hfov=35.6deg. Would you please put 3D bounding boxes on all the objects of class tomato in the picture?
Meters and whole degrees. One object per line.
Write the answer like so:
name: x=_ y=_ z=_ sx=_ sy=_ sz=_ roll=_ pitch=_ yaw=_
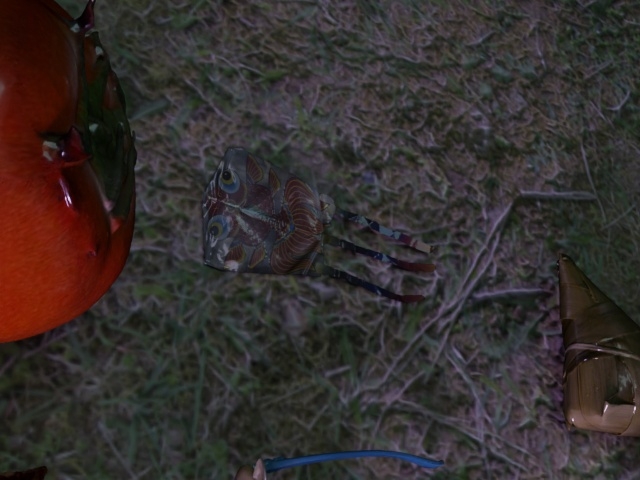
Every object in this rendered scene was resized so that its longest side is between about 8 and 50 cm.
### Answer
tomato: x=-0.235 y=-0.057 z=0.675 sx=0.225 sy=0.256 sz=0.255 roll=-14 pitch=72 yaw=-2

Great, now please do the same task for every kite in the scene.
kite: x=-0.001 y=0.001 z=0.909 sx=0.229 sy=0.016 sz=0.127 roll=21 pitch=62 yaw=-13

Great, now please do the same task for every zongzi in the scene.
zongzi: x=0.304 y=0.107 z=0.973 sx=0.160 sy=0.078 sz=0.176 roll=15 pitch=57 yaw=-26

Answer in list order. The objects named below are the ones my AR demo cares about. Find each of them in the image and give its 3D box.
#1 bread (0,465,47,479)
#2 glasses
bread: x=-0.313 y=0.173 z=0.631 sx=0.269 sy=0.095 sz=0.139 roll=-19 pitch=78 yaw=-46
glasses: x=0.023 y=0.259 z=0.783 sx=0.221 sy=0.088 sz=0.189 roll=4 pitch=63 yaw=-47
